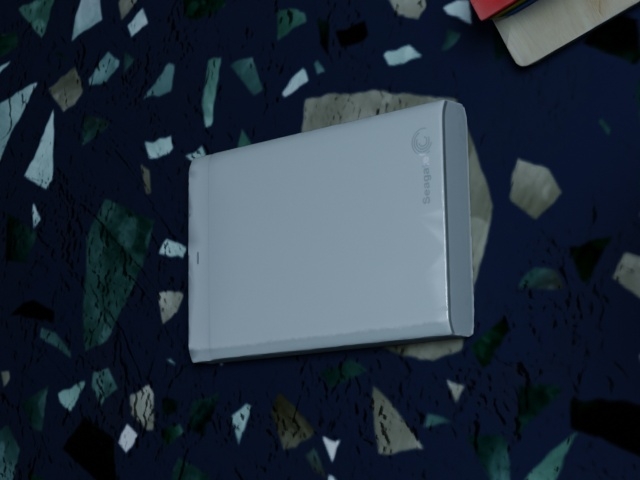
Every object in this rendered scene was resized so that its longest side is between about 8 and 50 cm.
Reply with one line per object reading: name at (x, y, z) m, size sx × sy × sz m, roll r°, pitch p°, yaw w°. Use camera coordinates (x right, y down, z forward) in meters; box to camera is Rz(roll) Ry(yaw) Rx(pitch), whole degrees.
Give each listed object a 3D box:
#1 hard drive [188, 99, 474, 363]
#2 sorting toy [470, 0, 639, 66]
hard drive at (0.000, 0.000, 1.323) m, size 0.308 × 0.040 × 0.203 m, roll -10°, pitch 76°, yaw 40°
sorting toy at (0.188, -0.301, 1.118) m, size 0.255 × 0.089 × 0.257 m, roll -29°, pitch 86°, yaw 34°
